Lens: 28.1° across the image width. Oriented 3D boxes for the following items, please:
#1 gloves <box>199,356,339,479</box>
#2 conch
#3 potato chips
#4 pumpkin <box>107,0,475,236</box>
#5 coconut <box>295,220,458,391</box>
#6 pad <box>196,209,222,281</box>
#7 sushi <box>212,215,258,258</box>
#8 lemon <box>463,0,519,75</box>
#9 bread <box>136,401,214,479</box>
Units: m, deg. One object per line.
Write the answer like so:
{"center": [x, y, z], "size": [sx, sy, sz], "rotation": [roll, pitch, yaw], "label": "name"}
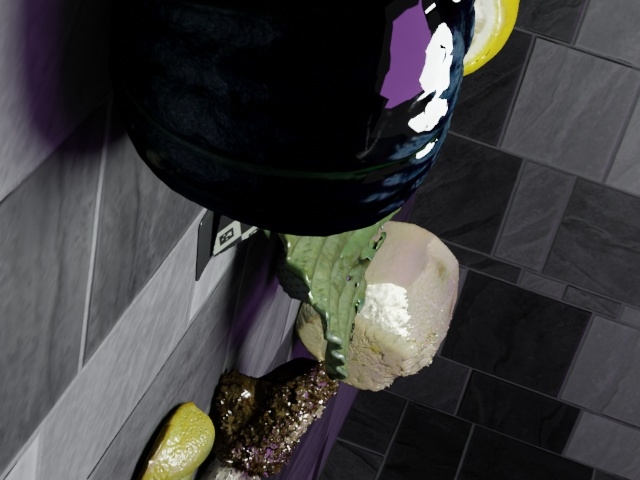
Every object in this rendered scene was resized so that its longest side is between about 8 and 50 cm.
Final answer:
{"center": [-0.090, 0.279, 1.961], "size": [0.312, 0.135, 0.210], "rotation": [-52, 158, 22], "label": "gloves"}
{"center": [0.009, 0.006, 2.007], "size": [0.172, 0.131, 0.200], "rotation": [-45, 154, -70], "label": "conch"}
{"center": [0.036, -0.017, 1.778], "size": [0.373, 0.097, 0.389], "rotation": [63, 37, -50], "label": "potato chips"}
{"center": [-0.008, -0.183, 0.991], "size": [0.363, 0.266, 0.363], "rotation": [15, 90, -82], "label": "pumpkin"}
{"center": [0.125, 0.111, 2.502], "size": [0.297, 0.297, 0.309], "rotation": [100, 15, -50], "label": "coconut"}
{"center": [-0.116, -0.037, 1.535], "size": [0.112, 0.003, 0.157], "rotation": [100, 12, -51], "label": "pad"}
{"center": [0.002, -0.083, 1.543], "size": [0.279, 0.043, 0.192], "rotation": [-30, 154, -33], "label": "sushi"}
{"center": [0.153, -0.349, 1.775], "size": [0.219, 0.240, 0.240], "rotation": [-85, -172, -60], "label": "lemon"}
{"center": [-0.187, 0.292, 1.639], "size": [0.188, 0.065, 0.149], "rotation": [-44, 157, -76], "label": "bread"}
